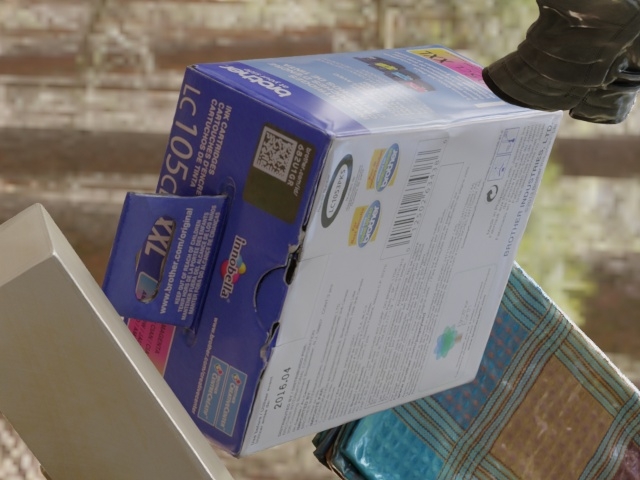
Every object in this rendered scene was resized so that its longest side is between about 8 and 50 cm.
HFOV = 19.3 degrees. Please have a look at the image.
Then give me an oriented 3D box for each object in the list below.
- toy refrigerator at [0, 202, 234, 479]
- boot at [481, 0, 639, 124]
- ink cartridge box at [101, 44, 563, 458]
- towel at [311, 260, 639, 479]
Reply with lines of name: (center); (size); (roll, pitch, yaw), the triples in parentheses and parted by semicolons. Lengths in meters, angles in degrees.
toy refrigerator: (-0.144, 0.119, 1.224); (0.269, 0.094, 0.102); (58, -1, -24)
boot: (0.161, -0.151, 1.294); (0.161, 0.246, 0.083); (-47, -138, 36)
ink cartridge box: (0.000, 0.000, 1.472); (0.395, 0.151, 0.270); (-13, 125, -54)
towel: (0.183, 0.192, 1.803); (0.370, 0.040, 0.271); (43, 71, -30)
